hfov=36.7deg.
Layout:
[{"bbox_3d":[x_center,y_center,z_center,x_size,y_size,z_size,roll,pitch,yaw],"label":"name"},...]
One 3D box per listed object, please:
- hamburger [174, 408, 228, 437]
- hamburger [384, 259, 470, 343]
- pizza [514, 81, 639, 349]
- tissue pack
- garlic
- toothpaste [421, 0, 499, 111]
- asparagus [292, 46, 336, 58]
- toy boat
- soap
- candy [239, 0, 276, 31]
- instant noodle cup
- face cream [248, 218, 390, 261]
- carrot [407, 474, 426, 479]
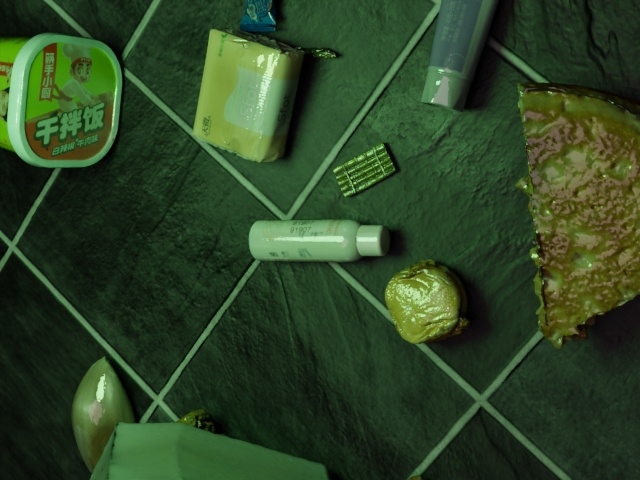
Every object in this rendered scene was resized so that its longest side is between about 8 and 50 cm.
[{"bbox_3d":[-0.278,0.421,1.929,0.185,0.177,0.113,-33,87,-2],"label":"hamburger"},{"bbox_3d":[0.191,0.110,1.708,0.138,0.083,0.147,-29,81,30],"label":"hamburger"},{"bbox_3d":[0.444,-0.023,1.546,0.440,0.130,0.406,30,108,10],"label":"pizza"},{"bbox_3d":[-0.138,-0.273,1.812,0.186,0.090,0.222,25,112,25],"label":"tissue pack"},{"bbox_3d":[-0.459,0.412,2.060,0.143,0.112,0.318,-11,102,24],"label":"garlic"},{"bbox_3d":[0.253,-0.406,1.628,0.125,0.080,0.371,17,98,24],"label":"toothpaste"},{"bbox_3d":[-0.071,-0.358,1.819,0.233,0.022,0.023,9,55,27],"label":"asparagus"},{"bbox_3d":[0.081,-0.129,1.771,0.115,0.016,0.063,-28,83,26],"label":"toy boat"},{"bbox_3d":[-0.223,0.529,1.776,0.435,0.213,0.350,20,116,-13],"label":"soap"},{"bbox_3d":[-0.110,-0.462,1.821,0.088,0.038,0.136,9,92,39],"label":"candy"},{"bbox_3d":[-0.611,-0.300,1.971,0.308,0.294,0.294,14,102,31],"label":"instant noodle cup"},{"bbox_3d":[0.000,0.000,1.790,0.269,0.082,0.082,-1,95,26],"label":"face cream"},{"bbox_3d":[0.136,0.516,1.803,0.048,0.048,0.216,43,117,16],"label":"carrot"}]
